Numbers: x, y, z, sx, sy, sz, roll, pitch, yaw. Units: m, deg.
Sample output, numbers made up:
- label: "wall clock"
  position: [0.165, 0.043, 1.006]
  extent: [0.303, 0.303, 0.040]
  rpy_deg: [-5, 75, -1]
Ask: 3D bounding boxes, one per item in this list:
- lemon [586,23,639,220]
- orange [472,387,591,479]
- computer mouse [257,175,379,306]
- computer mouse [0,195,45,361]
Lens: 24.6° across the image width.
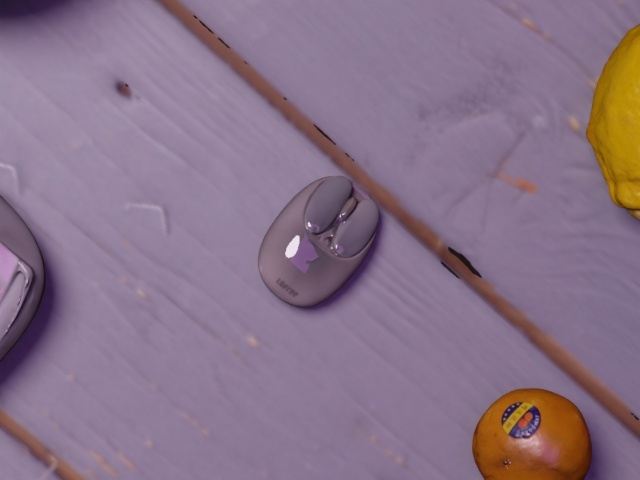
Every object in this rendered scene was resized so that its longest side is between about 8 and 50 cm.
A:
- label: "lemon"
  position: [0.243, -0.088, 1.010]
  extent: [0.114, 0.114, 0.155]
  rpy_deg: [24, 89, -10]
- label: "orange"
  position: [0.145, 0.141, 1.005]
  extent: [0.083, 0.083, 0.084]
  rpy_deg: [0, 90, -11]
- label: "computer mouse"
  position: [0.000, 0.000, 0.995]
  extent: [0.066, 0.039, 0.096]
  rpy_deg: [42, 82, -9]
- label: "computer mouse"
  position: [-0.317, -0.027, 0.914]
  extent: [0.310, 0.072, 0.158]
  rpy_deg: [41, 84, -8]
